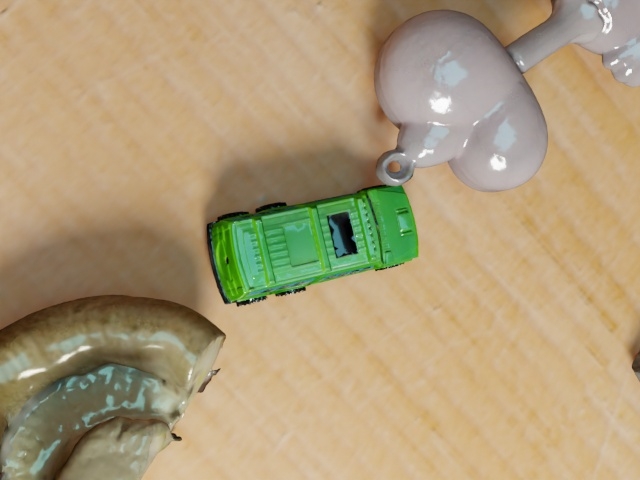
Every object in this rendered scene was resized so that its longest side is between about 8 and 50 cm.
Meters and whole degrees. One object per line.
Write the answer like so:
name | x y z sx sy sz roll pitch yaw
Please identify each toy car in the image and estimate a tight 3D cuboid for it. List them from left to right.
toy car | 0.000 0.000 0.724 0.165 0.062 0.071 -12 89 -19

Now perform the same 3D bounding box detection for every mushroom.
mushroom | -0.188 0.145 0.614 0.151 0.156 0.285 32 64 -1

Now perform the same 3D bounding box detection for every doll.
doll | 0.180 -0.159 0.781 0.365 0.094 0.160 -38 100 -17

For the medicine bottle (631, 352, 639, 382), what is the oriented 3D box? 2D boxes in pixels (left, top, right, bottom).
medicine bottle | 0.341 0.177 0.825 0.058 0.057 0.199 -35 97 -18
